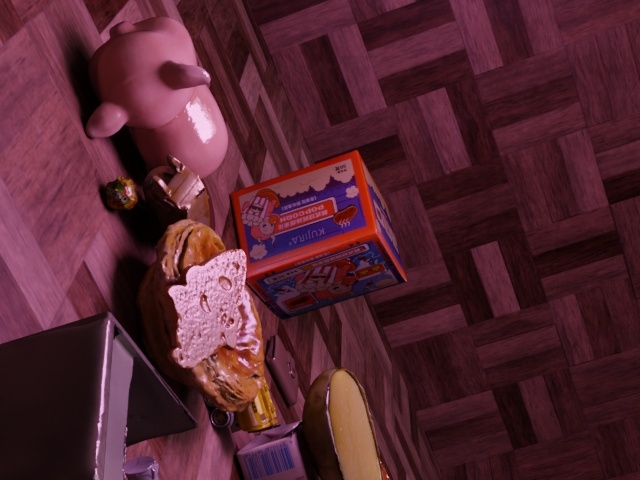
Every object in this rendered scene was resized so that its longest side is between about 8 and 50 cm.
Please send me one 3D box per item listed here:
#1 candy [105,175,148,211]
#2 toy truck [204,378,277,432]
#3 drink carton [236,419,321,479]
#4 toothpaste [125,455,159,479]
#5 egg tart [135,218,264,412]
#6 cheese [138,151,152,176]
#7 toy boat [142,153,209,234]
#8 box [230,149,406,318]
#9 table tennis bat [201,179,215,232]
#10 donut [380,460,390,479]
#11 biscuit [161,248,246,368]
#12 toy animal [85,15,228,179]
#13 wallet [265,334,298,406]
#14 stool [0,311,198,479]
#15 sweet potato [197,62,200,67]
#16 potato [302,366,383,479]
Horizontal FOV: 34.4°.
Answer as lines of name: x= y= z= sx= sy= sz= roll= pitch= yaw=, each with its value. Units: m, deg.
candy: x=-0.338 y=-0.071 z=1.856 sx=0.201 sy=0.060 sz=0.060 roll=57 pitch=16 yaw=-82
toy truck: x=-0.163 y=0.261 z=1.978 sx=0.098 sy=0.114 sz=0.226 roll=-2 pitch=74 yaw=-79
drink carton: x=-0.045 y=0.533 z=2.068 sx=0.194 sy=0.132 sz=0.324 roll=-8 pitch=79 yaw=-78
toothpaste: x=-0.236 y=0.431 z=1.514 sx=0.089 sy=0.057 sz=0.234 roll=-66 pitch=144 yaw=-72
egg tart: x=-0.216 y=0.139 z=1.797 sx=0.352 sy=0.150 sz=0.351 roll=-19 pitch=90 yaw=-73
cheese: x=-0.333 y=-0.185 z=2.072 sx=0.086 sy=0.036 sz=0.162 roll=61 pitch=16 yaw=-51
toy boat: x=-0.268 y=-0.062 z=1.913 sx=0.089 sy=0.115 sz=0.310 roll=-57 pitch=171 yaw=-19
box: x=0.000 y=0.000 z=2.613 sx=0.318 sy=0.349 sz=0.256 roll=56 pitch=19 yaw=-60
table tennis bat: x=-0.264 y=-0.060 z=2.262 sx=0.154 sy=0.021 sz=0.274 roll=59 pitch=15 yaw=-45
donut: x=0.064 y=0.548 z=2.219 sx=0.118 sy=0.253 sz=0.253 roll=-14 pitch=85 yaw=-38
biscuit: x=-0.180 y=0.104 z=1.656 sx=0.162 sy=0.035 sz=0.250 roll=56 pitch=44 yaw=-28
toy animal: x=-0.294 y=-0.252 z=1.907 sx=0.269 sy=0.237 sz=0.326 roll=-96 pitch=160 yaw=-74
wallet: x=-0.088 y=0.310 z=2.490 sx=0.118 sy=0.039 sz=0.152 roll=-87 pitch=155 yaw=-58
stool: x=-0.276 y=0.271 z=1.245 sx=0.269 sy=0.170 sz=0.243 roll=62 pitch=16 yaw=-44
sweet potato: x=-0.314 y=-0.339 z=2.339 sx=0.273 sy=0.075 sz=0.075 roll=-91 pitch=160 yaw=-51
potato: x=0.025 y=0.389 z=2.021 sx=0.160 sy=0.111 sz=0.271 roll=-1 pitch=75 yaw=-56
